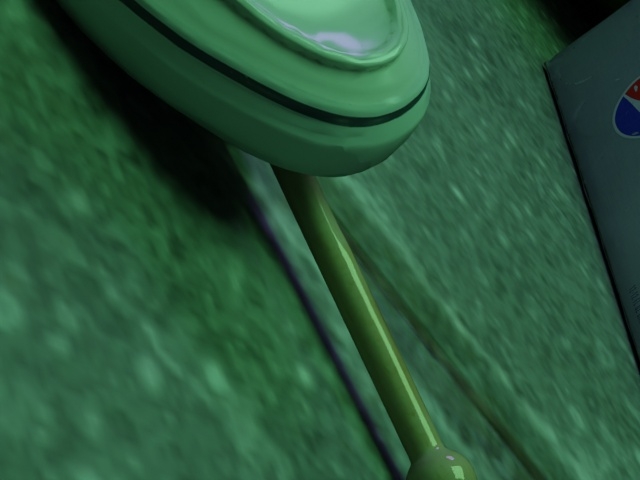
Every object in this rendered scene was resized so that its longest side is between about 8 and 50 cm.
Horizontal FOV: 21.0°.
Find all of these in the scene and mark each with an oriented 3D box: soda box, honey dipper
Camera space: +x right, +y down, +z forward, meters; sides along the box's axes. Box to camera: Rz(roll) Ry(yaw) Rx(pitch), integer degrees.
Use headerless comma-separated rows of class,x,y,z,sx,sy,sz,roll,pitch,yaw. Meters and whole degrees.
soda box,0.185,-0.008,0.769,0.091,0.098,0.286,43,23,-29
honey dipper,0.000,0.000,0.452,0.030,0.030,0.160,13,49,-61

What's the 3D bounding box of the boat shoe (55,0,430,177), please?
boat shoe,-0.046,-0.118,0.431,0.083,0.076,0.226,-34,79,-38

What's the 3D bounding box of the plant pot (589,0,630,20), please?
plant pot,0.205,-0.325,1.015,0.353,0.366,0.366,39,23,-9
